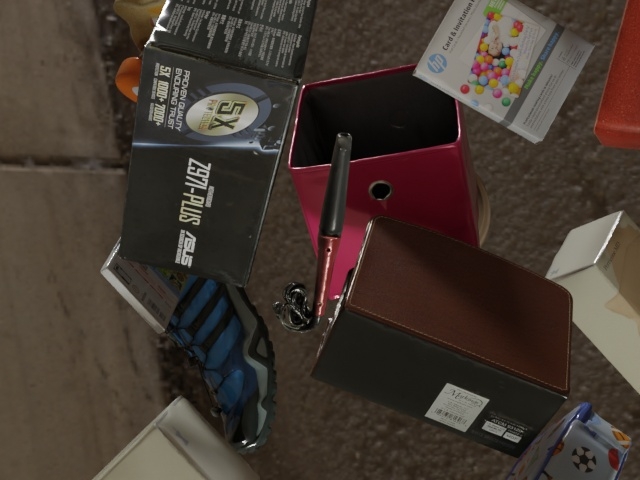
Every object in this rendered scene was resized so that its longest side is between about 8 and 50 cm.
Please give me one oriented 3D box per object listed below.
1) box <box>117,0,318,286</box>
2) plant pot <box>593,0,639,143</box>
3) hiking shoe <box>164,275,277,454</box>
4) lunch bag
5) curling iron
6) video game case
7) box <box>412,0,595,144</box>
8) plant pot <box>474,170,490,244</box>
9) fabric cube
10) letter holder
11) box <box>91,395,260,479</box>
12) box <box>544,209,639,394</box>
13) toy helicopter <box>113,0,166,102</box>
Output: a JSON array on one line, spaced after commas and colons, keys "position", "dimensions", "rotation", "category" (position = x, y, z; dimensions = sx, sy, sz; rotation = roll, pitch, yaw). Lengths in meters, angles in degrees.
[{"position": [-0.053, -0.090, 0.545], "dimensions": [0.180, 0.077, 0.147], "rotation": [-82, 7, -48], "category": "box"}, {"position": [0.441, -0.210, 0.974], "dimensions": [0.235, 0.267, 0.267], "rotation": [16, 97, 17], "category": "plant pot"}, {"position": [-0.136, 0.096, 1.058], "dimensions": [0.113, 0.132, 0.304], "rotation": [134, 127, -62], "category": "hiking shoe"}, {"position": [0.308, 0.388, 1.340], "dimensions": [0.115, 0.303, 0.243], "rotation": [41, 149, 9], "category": "lunch bag"}, {"position": [0.000, 0.000, 1.123], "dimensions": [0.035, 0.068, 0.274], "rotation": [46, 129, 45], "category": "curling iron"}, {"position": [-0.170, 0.026, 0.938], "dimensions": [0.011, 0.087, 0.122], "rotation": [-28, 24, 25], "category": "video game case"}, {"position": [0.235, -0.232, 1.201], "dimensions": [0.145, 0.186, 0.038], "rotation": [-60, -1, -2], "category": "box"}, {"position": [0.227, -0.068, 1.945], "dimensions": [0.263, 0.229, 0.263], "rotation": [-1, 85, 8], "category": "plant pot"}, {"position": [0.110, -0.095, 1.463], "dimensions": [0.259, 0.254, 0.258], "rotation": [-82, -19, -51], "category": "fabric cube"}, {"position": [0.169, 0.120, 1.261], "dimensions": [0.214, 0.301, 0.152], "rotation": [-70, 2, -48], "category": "letter holder"}, {"position": [-0.187, 0.287, 0.917], "dimensions": [0.232, 0.148, 0.127], "rotation": [-44, 90, 2], "category": "box"}, {"position": [0.518, 0.118, 1.512], "dimensions": [0.311, 0.148, 0.121], "rotation": [45, 145, -12], "category": "box"}, {"position": [-0.139, -0.274, 1.107], "dimensions": [0.355, 0.235, 0.140], "rotation": [85, -157, -68], "category": "toy helicopter"}]
